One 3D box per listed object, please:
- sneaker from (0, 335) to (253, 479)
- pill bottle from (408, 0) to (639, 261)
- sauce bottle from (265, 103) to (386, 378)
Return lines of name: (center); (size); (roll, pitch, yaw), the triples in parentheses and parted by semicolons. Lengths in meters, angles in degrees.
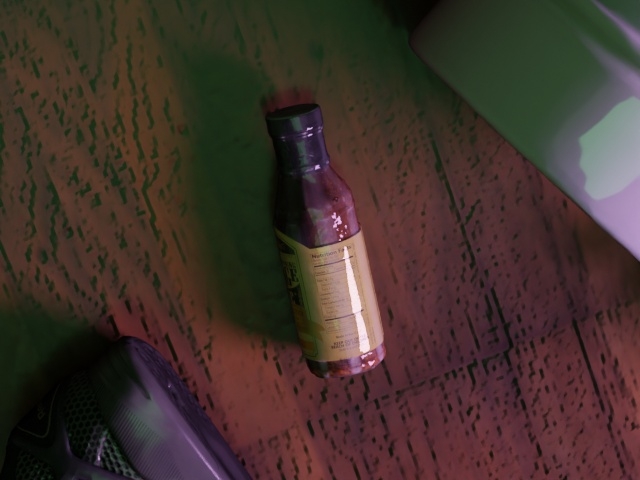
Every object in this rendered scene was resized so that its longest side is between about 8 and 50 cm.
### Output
sneaker: (-0.075, 0.169, 0.845); (0.130, 0.087, 0.227); (-34, 103, 6)
pill bottle: (0.218, -0.158, 0.722); (0.204, 0.204, 0.361); (40, 98, -14)
sauce bottle: (0.000, 0.000, 0.828); (0.042, 0.042, 0.128); (-13, 104, -2)
